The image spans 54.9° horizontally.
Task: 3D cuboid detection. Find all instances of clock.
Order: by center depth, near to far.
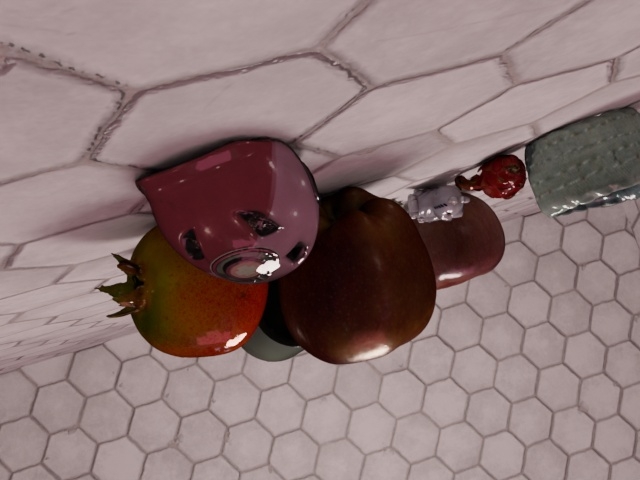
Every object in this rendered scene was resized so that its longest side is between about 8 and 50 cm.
[{"bbox_3d":[0.281,-0.083,1.381,0.117,0.080,0.176,-6,180,30],"label":"clock"}]

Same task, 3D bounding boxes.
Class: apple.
[{"bbox_3d":[0.058,0.069,1.115,0.288,0.317,0.288,-12,-154,6],"label":"apple"},{"bbox_3d":[0.345,-0.002,1.639,0.305,0.235,0.306,-18,171,-3],"label":"apple"}]

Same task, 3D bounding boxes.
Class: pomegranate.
[{"bbox_3d":[-0.200,0.069,0.927,0.256,0.221,0.220,-2,165,-42],"label":"pomegranate"}]

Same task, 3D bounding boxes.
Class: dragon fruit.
[{"bbox_3d":[0.364,-0.130,1.310,0.094,0.094,0.190,-14,-179,-26],"label":"dragon fruit"}]

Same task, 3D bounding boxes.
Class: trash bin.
[{"bbox_3d":[-0.089,0.169,1.490,0.277,0.217,0.262,25,157,-9],"label":"trash bin"}]

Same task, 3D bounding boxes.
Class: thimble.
[{"bbox_3d":[0.544,-0.147,1.228,0.250,0.172,0.205,-18,172,20],"label":"thimble"}]

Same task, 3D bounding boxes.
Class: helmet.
[{"bbox_3d":[-0.095,-0.020,0.766,0.198,0.154,0.253,-18,178,15],"label":"helmet"}]

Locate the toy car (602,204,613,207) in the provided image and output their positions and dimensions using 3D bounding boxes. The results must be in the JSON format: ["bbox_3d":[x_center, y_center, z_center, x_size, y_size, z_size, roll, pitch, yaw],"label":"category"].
[{"bbox_3d":[0.671,-0.183,1.370,0.235,0.172,0.158,-18,157,26],"label":"toy car"}]

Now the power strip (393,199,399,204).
[{"bbox_3d":[0.113,-0.053,1.485,0.081,0.035,0.192,-13,173,-31],"label":"power strip"}]

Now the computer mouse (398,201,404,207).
[{"bbox_3d":[0.175,-0.068,1.528,0.055,0.032,0.110,-16,173,-13],"label":"computer mouse"}]
